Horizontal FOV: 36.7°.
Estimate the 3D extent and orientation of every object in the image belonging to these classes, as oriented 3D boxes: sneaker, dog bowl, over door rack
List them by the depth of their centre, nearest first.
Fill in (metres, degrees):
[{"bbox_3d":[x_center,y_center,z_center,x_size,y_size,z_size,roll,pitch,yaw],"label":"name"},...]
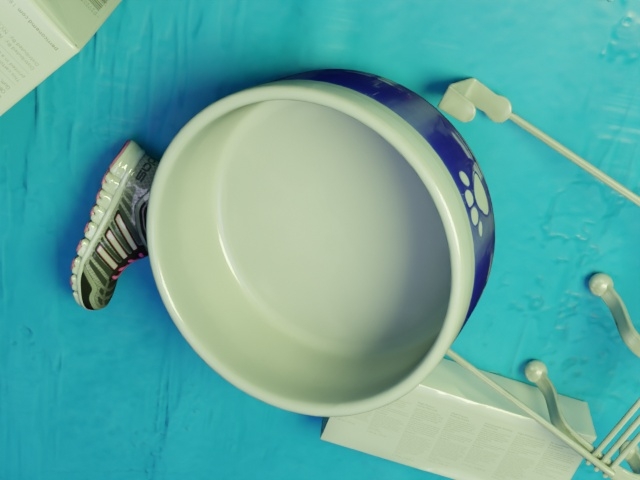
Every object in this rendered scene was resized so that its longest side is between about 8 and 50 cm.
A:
[{"bbox_3d":[0.000,0.000,0.767,0.265,0.104,0.264,8,111,23],"label":"dog bowl"},{"bbox_3d":[0.199,0.032,0.824,0.324,0.108,0.239,31,118,5],"label":"over door rack"},{"bbox_3d":[-0.167,-0.001,0.853,0.075,0.063,0.170,24,114,-1],"label":"sneaker"}]

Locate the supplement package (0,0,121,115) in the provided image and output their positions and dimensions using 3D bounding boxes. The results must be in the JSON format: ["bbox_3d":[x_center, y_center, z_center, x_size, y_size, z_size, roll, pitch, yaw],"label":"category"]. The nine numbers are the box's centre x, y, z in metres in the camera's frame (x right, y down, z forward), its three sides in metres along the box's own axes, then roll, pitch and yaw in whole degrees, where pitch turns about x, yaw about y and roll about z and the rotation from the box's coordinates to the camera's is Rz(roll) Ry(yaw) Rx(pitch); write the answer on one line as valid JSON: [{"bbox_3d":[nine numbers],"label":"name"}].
[{"bbox_3d":[-0.315,-0.152,0.718,0.293,0.177,0.175,-32,114,22],"label":"supplement package"}]

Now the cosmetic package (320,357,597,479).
[{"bbox_3d":[0.129,0.171,0.921,0.239,0.060,0.098,18,121,-5],"label":"cosmetic package"}]
